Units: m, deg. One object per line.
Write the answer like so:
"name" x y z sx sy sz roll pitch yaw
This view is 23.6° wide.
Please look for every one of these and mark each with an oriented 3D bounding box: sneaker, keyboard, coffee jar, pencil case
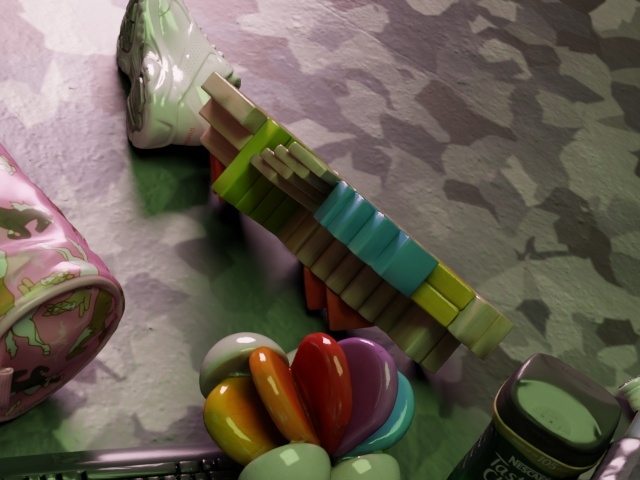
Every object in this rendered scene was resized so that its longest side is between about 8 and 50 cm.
"sneaker" 0.331 0.143 1.449 0.109 0.040 0.044 -14 71 -29
"sneaker" -0.139 -0.178 1.536 0.115 0.090 0.232 9 54 -24
"keyboard" -0.171 0.238 1.145 0.317 0.033 0.201 -2 49 -24
"coffee jar" 0.167 0.176 1.233 0.096 0.184 0.079 33 44 12
"pencil case" -0.327 -0.030 1.250 0.167 0.160 0.386 -43 71 -9

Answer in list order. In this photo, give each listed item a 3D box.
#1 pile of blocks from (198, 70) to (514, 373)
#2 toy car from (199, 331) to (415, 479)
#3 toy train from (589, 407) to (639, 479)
"pile of blocks" 0.000 0.000 1.377 0.362 0.112 0.149 41 4 21
"toy car" 0.001 0.132 1.224 0.182 0.136 0.159 15 38 -42
"toy train" 0.284 0.211 1.218 0.142 0.190 0.334 18 34 23
